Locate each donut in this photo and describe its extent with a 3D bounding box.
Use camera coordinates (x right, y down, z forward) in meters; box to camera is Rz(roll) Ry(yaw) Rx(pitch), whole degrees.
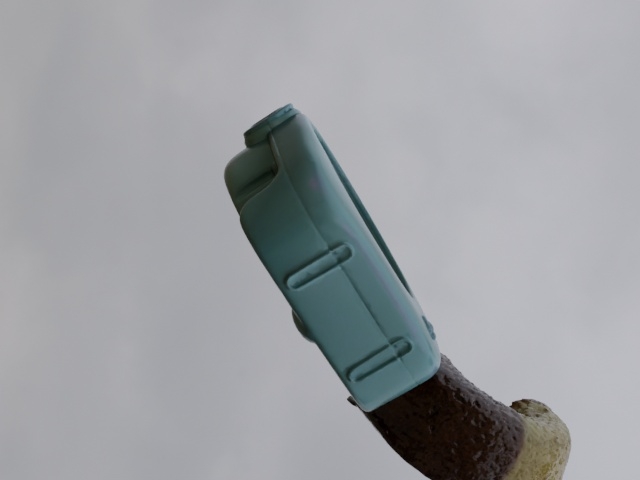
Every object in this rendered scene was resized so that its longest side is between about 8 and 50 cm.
[{"bbox_3d":[0.152,0.179,1.262,0.085,0.217,0.141,-60,-155,10],"label":"donut"}]

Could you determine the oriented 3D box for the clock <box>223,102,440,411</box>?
[{"bbox_3d":[0.000,0.000,1.180,0.223,0.094,0.274,58,3,-26],"label":"clock"}]
